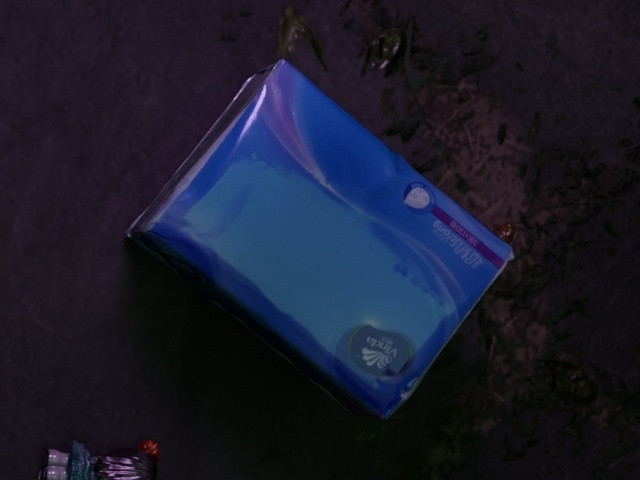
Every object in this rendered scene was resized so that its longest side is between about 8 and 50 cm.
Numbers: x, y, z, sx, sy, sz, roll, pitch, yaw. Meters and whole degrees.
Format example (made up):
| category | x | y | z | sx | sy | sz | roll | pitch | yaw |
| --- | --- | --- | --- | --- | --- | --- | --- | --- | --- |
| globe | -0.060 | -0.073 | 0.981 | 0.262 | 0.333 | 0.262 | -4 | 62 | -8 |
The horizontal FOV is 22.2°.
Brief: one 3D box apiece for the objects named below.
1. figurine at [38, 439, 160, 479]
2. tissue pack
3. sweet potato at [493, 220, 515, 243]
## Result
| category | x | y | z | sx | sy | sz | roll | pitch | yaw |
| --- | --- | --- | --- | --- | --- | --- | --- | --- | --- |
| figurine | -0.193 | 0.200 | 1.436 | 0.106 | 0.047 | 0.060 | 9 | 58 | -19 |
| tissue pack | 0.000 | 0.000 | 1.407 | 0.263 | 0.146 | 0.198 | 40 | 81 | -10 |
| sweet potato | 0.089 | 0.032 | 1.534 | 0.214 | 0.050 | 0.050 | -23 | 107 | -18 |
